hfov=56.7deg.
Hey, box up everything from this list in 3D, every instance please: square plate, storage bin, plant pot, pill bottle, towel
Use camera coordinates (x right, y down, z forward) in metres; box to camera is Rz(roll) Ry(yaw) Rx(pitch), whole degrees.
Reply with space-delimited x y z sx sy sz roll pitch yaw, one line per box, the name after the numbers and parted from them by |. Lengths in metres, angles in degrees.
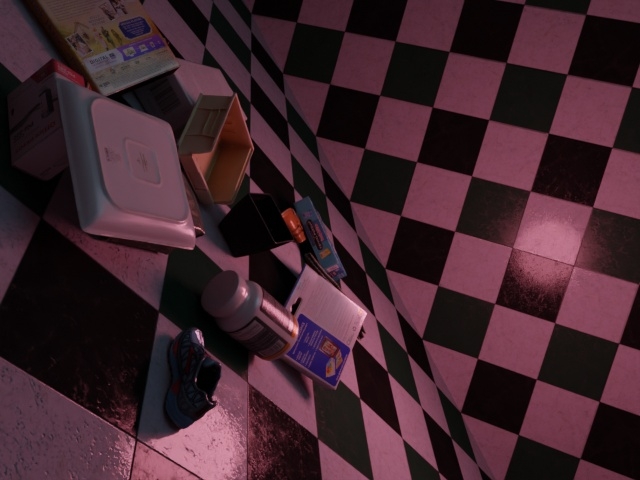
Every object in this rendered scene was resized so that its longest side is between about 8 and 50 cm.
-0.410 -0.162 1.318 0.344 0.049 0.347 15 56 -63 | square plate
-0.332 -0.288 1.896 0.262 0.123 0.260 79 22 -57 | storage bin
-0.228 -0.040 1.996 0.188 0.167 0.187 63 16 5 | plant pot
-0.197 0.211 1.672 0.278 0.162 0.162 47 21 -38 | pill bottle
0.065 0.217 2.302 0.324 0.056 0.312 49 -13 29 | towel

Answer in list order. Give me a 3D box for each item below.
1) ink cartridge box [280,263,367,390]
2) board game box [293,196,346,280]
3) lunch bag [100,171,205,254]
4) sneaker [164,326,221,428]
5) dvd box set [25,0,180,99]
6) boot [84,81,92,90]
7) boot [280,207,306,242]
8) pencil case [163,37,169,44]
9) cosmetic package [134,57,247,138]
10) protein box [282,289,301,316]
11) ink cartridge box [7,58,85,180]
-0.016 0.285 1.949 0.307 0.072 0.303 38 61 -22 | ink cartridge box
0.000 0.000 2.662 0.254 0.079 0.336 56 9 -70 | board game box
-0.450 -0.132 1.501 0.235 0.169 0.287 21 47 -64 | lunch bag
-0.274 0.300 1.364 0.104 0.125 0.262 47 21 -38 | sneaker
-0.641 -0.631 1.715 0.307 0.062 0.420 -42 103 -42 | dvd box set
-0.619 -0.348 1.569 0.084 0.059 0.158 45 30 -50 | boot
-0.120 -0.058 2.518 0.152 0.073 0.197 65 19 2 | boot
-0.638 -0.743 2.090 0.209 0.098 0.095 45 23 -40 | pencil case
-0.453 -0.496 2.105 0.230 0.161 0.453 61 17 -2 | cosmetic package
-0.024 0.269 2.130 0.199 0.136 0.201 57 17 -12 | protein box
-0.596 -0.264 1.303 0.092 0.159 0.217 32 32 -57 | ink cartridge box
